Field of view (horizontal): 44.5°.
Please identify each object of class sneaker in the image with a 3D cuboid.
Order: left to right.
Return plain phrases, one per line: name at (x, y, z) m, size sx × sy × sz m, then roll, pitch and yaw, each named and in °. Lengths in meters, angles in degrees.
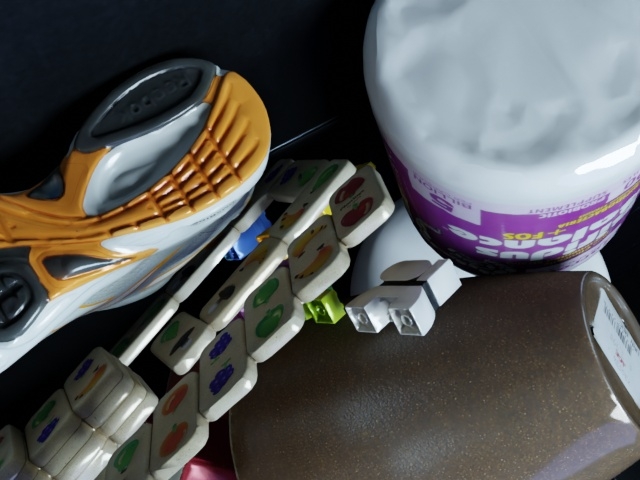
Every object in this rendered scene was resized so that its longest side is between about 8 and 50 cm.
sneaker at (-0.139, 0.016, 0.403) m, size 0.262 × 0.099 × 0.121 m, roll -29°, pitch 165°, yaw -10°

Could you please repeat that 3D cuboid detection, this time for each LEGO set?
LEGO set at (0.000, 0.000, 0.532) m, size 0.093 × 0.087 × 0.227 m, roll -39°, pitch -160°, yaw -32°

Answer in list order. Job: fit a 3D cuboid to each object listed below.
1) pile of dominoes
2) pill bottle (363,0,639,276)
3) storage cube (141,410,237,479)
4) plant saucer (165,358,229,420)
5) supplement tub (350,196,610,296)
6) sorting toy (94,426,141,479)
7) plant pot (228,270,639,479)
pile of dominoes at (-0.076, 0.038, 0.406) m, size 0.251 × 0.040 × 0.196 m, roll -50°, pitch -160°, yaw -12°
pill bottle at (0.131, -0.065, 0.518) m, size 0.169 × 0.169 × 0.301 m, roll -34°, pitch 161°, yaw 2°
storage cube at (-0.090, 0.253, 0.640) m, size 0.193 × 0.215 × 0.183 m, roll 23°, pitch 83°, yaw -31°
plant saucer at (-0.086, 0.231, 0.846) m, size 0.258 × 0.048 × 0.259 m, roll 3°, pitch 100°, yaw -62°
supplement tub at (0.147, 0.102, 0.842) m, size 0.241 × 0.241 × 0.331 m, roll -30°, pitch 160°, yaw -11°
sorting toy at (-0.254, 0.265, 0.536) m, size 0.257 × 0.255 × 0.089 m, roll -22°, pitch 143°, yaw 27°
plant pot at (0.095, 0.110, 0.523) m, size 0.230 × 0.215 × 0.215 m, roll -28°, pitch 166°, yaw 32°
